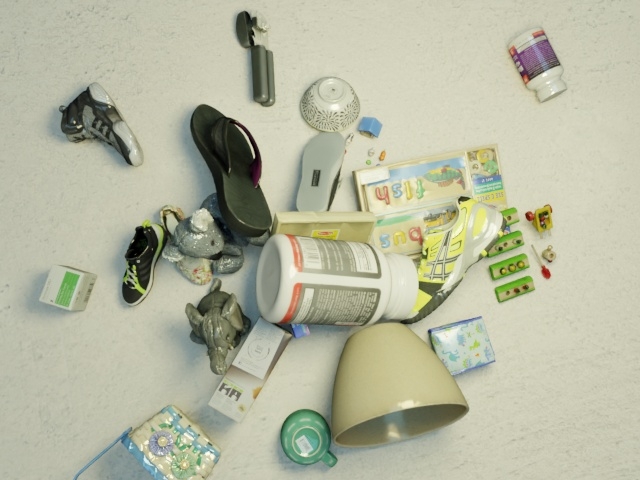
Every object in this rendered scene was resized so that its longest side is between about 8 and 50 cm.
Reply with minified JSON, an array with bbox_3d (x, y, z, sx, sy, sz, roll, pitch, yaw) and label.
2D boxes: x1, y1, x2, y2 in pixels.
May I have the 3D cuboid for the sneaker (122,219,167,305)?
[{"bbox_3d":[-0.477,0.055,1.422,0.084,0.097,0.235,21,95,22],"label":"sneaker"}]

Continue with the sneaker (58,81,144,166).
[{"bbox_3d":[-0.592,-0.284,1.484,0.153,0.101,0.268,-32,80,-7],"label":"sneaker"}]

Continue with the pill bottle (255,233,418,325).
[{"bbox_3d":[0.042,0.103,1.350,0.363,0.210,0.210,7,81,-24],"label":"pill bottle"}]

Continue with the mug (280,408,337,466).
[{"bbox_3d":[-0.024,0.506,1.415,0.157,0.097,0.129,10,82,-2],"label":"mug"}]

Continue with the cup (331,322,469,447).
[{"bbox_3d":[0.169,0.344,1.366,0.331,0.331,0.237,-9,59,-5],"label":"cup"}]

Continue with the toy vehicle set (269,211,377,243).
[{"bbox_3d":[0.000,0.000,1.422,0.267,0.166,0.035,-1,43,-22],"label":"toy vehicle set"}]

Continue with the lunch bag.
[{"bbox_3d":[0.376,0.280,1.475,0.151,0.096,0.129,-16,83,4],"label":"lunch bag"}]

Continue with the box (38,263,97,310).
[{"bbox_3d":[-0.646,0.121,1.421,0.087,0.102,0.101,17,83,0],"label":"box"}]

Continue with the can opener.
[{"bbox_3d":[-0.176,-0.515,1.565,0.093,0.074,0.280,-13,80,29],"label":"can opener"}]

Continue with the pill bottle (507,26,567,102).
[{"bbox_3d":[0.628,-0.501,1.590,0.108,0.108,0.193,-23,84,-7],"label":"pill bottle"}]

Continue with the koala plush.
[{"bbox_3d":[-0.281,-0.018,1.383,0.196,0.221,0.203,-41,79,33],"label":"koala plush"}]

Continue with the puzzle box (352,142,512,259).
[{"bbox_3d":[0.307,-0.096,1.517,0.409,0.052,0.272,-12,95,-6],"label":"puzzle box"}]

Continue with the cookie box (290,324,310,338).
[{"bbox_3d":[-0.063,0.207,1.447,0.040,0.107,0.092,-19,84,-6],"label":"cookie box"}]

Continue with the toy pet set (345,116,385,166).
[{"bbox_3d":[0.135,-0.280,1.548,0.122,0.065,0.114,22,82,-1],"label":"toy pet set"}]

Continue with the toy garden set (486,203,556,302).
[{"bbox_3d":[0.558,0.029,1.507,0.204,0.049,0.244,-19,102,-6],"label":"toy garden set"}]

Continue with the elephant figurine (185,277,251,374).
[{"bbox_3d":[-0.253,0.205,1.367,0.186,0.239,0.169,38,82,2],"label":"elephant figurine"}]

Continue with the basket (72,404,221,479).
[{"bbox_3d":[-0.404,0.554,1.329,0.255,0.201,0.289,42,72,1],"label":"basket"}]

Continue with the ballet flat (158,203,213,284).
[{"bbox_3d":[-0.366,0.011,1.469,0.091,0.077,0.241,-30,86,-6],"label":"ballet flat"}]

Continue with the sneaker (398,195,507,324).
[{"bbox_3d":[0.310,0.052,1.452,0.147,0.145,0.385,38,99,1],"label":"sneaker"}]

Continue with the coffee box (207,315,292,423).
[{"bbox_3d":[-0.174,0.321,1.408,0.098,0.141,0.246,31,82,0],"label":"coffee box"}]

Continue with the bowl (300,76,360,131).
[{"bbox_3d":[0.030,-0.395,1.533,0.170,0.080,0.170,1,70,-2],"label":"bowl"}]

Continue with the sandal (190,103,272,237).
[{"bbox_3d":[-0.208,-0.206,1.411,0.107,0.167,0.446,-46,53,31],"label":"sandal"}]

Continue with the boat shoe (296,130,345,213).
[{"bbox_3d":[0.006,-0.161,1.503,0.113,0.105,0.306,3,57,7],"label":"boat shoe"}]

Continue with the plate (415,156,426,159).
[{"bbox_3d":[0.312,-0.149,1.564,0.188,0.024,0.188,0,82,-3],"label":"plate"}]
